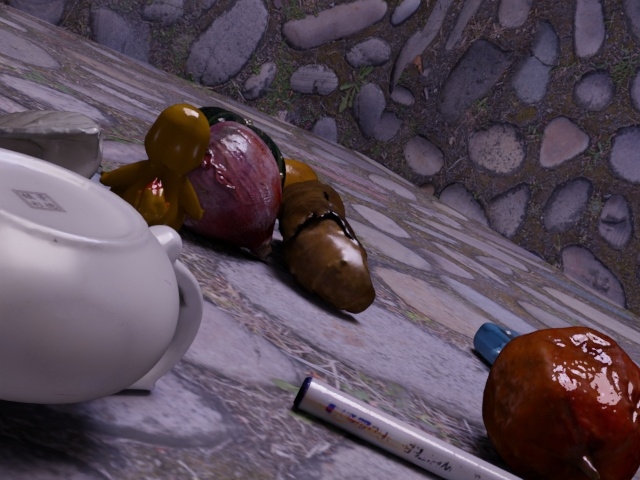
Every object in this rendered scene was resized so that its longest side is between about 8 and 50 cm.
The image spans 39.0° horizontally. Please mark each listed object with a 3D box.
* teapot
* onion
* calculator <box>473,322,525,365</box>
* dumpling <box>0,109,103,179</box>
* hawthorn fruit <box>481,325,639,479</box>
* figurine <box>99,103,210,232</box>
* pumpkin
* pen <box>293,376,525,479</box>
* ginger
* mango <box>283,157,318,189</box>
[{"bbox_3d":[-0.181,0.031,0.550,0.298,0.139,0.204,13,15,-45],"label":"teapot"},{"bbox_3d":[-0.116,-0.057,1.182,0.195,0.159,0.159,55,3,-16],"label":"onion"},{"bbox_3d":[0.343,0.192,1.296,0.293,0.051,0.173,20,13,-34],"label":"calculator"},{"bbox_3d":[-0.315,-0.097,0.972,0.150,0.092,0.176,0,19,-35],"label":"dumpling"},{"bbox_3d":[0.240,0.163,0.878,0.173,0.173,0.179,32,11,29],"label":"hawthorn fruit"},{"bbox_3d":[-0.171,-0.062,0.956,0.121,0.176,0.122,22,22,-13],"label":"figurine"},{"bbox_3d":[-0.141,-0.114,1.343,0.190,0.146,0.190,46,-4,4],"label":"pumpkin"},{"bbox_3d":[0.102,0.185,0.772,0.269,0.033,0.033,27,10,-2],"label":"pen"},{"bbox_3d":[-0.005,-0.009,1.233,0.133,0.107,0.309,60,1,-27],"label":"ginger"},{"bbox_3d":[-0.084,-0.112,1.652,0.178,0.090,0.115,15,2,-34],"label":"mango"}]
